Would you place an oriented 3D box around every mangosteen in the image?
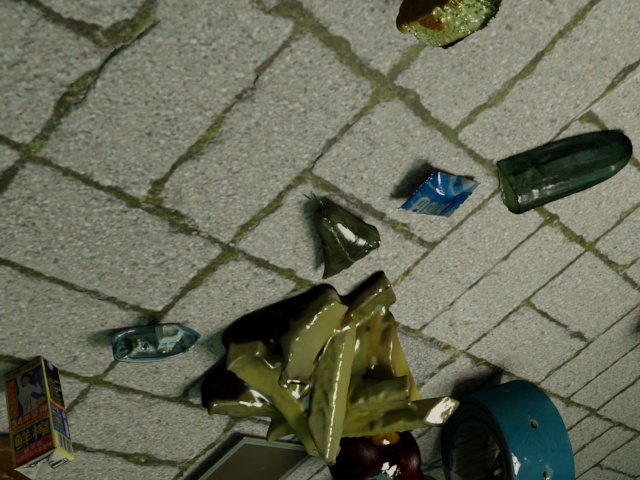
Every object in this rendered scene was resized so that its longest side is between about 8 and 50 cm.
[{"bbox_3d":[0.110,0.428,1.571,0.210,0.209,0.209,-15,137,-14],"label":"mangosteen"}]

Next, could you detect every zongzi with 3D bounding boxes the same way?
[{"bbox_3d":[0.000,0.000,1.184,0.130,0.062,0.154,-37,133,29],"label":"zongzi"}]

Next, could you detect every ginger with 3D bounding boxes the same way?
[{"bbox_3d":[0.024,0.252,1.337,0.414,0.211,0.358,-4,132,-24],"label":"ginger"}]

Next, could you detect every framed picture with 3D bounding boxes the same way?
[{"bbox_3d":[-0.173,0.502,1.625,0.296,0.019,0.232,-45,139,19],"label":"framed picture"}]

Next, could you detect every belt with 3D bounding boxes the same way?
[{"bbox_3d":[0.398,0.490,1.704,0.173,0.300,0.436,-9,139,-18],"label":"belt"}]

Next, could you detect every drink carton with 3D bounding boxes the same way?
[{"bbox_3d":[-0.414,0.258,1.137,0.071,0.165,0.056,-25,140,-2],"label":"drink carton"}]

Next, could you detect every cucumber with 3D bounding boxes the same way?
[{"bbox_3d":[0.413,-0.113,1.278,0.244,0.063,0.115,-22,139,-8],"label":"cucumber"}]

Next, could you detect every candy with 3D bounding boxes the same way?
[{"bbox_3d":[0.191,-0.070,1.221,0.136,0.038,0.088,7,133,-45],"label":"candy"}]

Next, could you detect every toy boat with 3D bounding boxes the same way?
[{"bbox_3d":[-0.251,0.154,1.196,0.140,0.059,0.066,-2,150,-29],"label":"toy boat"}]

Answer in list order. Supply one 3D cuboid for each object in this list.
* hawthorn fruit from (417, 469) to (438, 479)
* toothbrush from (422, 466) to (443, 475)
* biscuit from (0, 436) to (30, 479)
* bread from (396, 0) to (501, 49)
[{"bbox_3d":[0.149,0.651,1.764,0.254,0.254,0.300,24,103,-42],"label":"hawthorn fruit"},{"bbox_3d":[0.344,0.577,1.977,0.204,0.017,0.022,-2,123,-25],"label":"toothbrush"},{"bbox_3d":[-0.591,0.401,1.282,0.302,0.043,0.278,-25,136,-1],"label":"biscuit"},{"bbox_3d":[0.156,-0.298,0.901,0.069,0.140,0.127,23,77,-22],"label":"bread"}]
